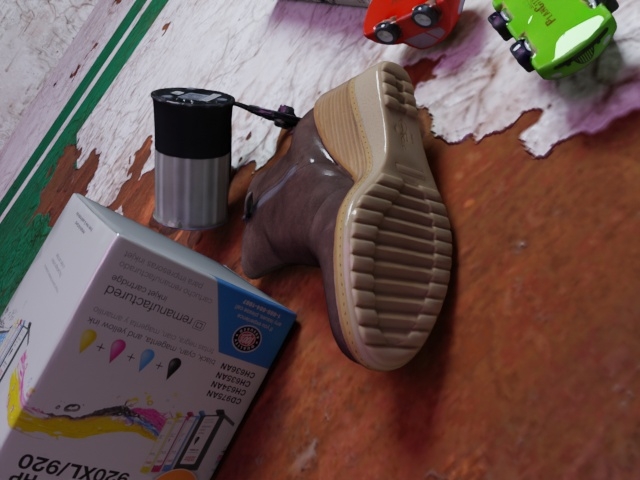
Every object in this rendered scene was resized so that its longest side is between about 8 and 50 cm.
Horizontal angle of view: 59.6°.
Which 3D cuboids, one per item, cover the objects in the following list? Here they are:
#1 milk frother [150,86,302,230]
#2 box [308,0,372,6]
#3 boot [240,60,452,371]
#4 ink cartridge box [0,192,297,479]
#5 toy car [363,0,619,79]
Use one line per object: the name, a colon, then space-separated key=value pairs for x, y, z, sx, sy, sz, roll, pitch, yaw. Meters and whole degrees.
milk frother: x=-0.098 y=-0.085 z=0.594 sx=0.143 sy=0.129 sz=0.134 roll=20 pitch=118 yaw=26
box: x=-0.015 y=-0.354 z=0.665 sx=0.094 sy=0.113 sz=0.275 roll=-57 pitch=35 yaw=5
boot: x=0.000 y=0.000 z=0.446 sx=0.207 sy=0.090 sz=0.248 roll=-35 pitch=43 yaw=47
ink cartridge box: x=-0.172 y=0.111 z=0.471 sx=0.168 sy=0.171 sz=0.232 roll=24 pitch=85 yaw=54
toy car: x=0.146 y=-0.182 z=0.404 sx=0.239 sy=0.053 sz=0.225 roll=-37 pitch=42 yaw=28
